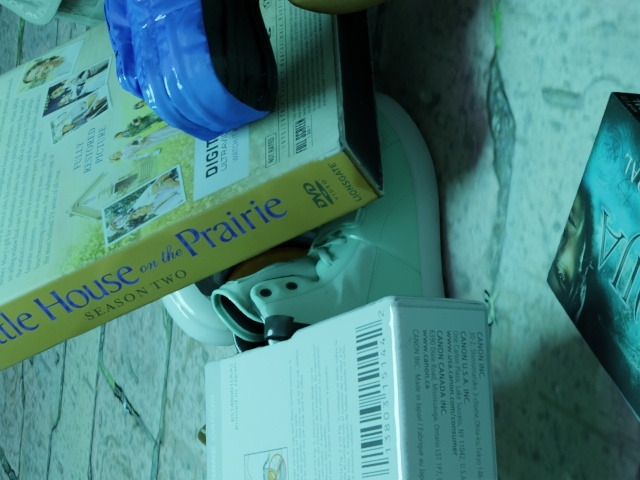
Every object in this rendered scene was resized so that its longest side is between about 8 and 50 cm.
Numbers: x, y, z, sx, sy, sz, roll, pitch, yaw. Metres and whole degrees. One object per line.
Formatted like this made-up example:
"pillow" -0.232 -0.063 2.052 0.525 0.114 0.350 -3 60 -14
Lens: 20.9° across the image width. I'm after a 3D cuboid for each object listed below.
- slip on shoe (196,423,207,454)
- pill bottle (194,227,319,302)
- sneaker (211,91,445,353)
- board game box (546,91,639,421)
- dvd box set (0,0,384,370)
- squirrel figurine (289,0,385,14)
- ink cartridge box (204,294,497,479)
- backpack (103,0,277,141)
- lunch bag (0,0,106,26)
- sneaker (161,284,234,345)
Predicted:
"slip on shoe" -0.066 0.196 1.514 0.041 0.051 0.135 58 164 -26
"pill bottle" -0.049 -0.031 1.363 0.245 0.130 0.130 -105 27 -42
"sneaker" 0.000 0.000 1.196 0.094 0.151 0.256 120 148 -54
"board game box" 0.177 0.022 0.891 0.186 0.026 0.126 -117 36 -54
"dvd box set" -0.156 -0.059 1.290 0.062 0.420 0.307 53 -159 -35
"squirrel figurine" 0.004 -0.340 1.084 0.397 0.281 0.370 156 109 -70
"ink cartridge box" 0.013 0.198 1.016 0.261 0.066 0.296 -23 66 61
"backpack" -0.084 -0.126 1.159 0.101 0.098 0.120 -26 69 27
"lunch bag" -0.215 -0.313 1.636 0.235 0.287 0.169 133 136 -59
"sneaker" -0.094 -0.056 1.523 0.123 0.106 0.290 123 146 -58
